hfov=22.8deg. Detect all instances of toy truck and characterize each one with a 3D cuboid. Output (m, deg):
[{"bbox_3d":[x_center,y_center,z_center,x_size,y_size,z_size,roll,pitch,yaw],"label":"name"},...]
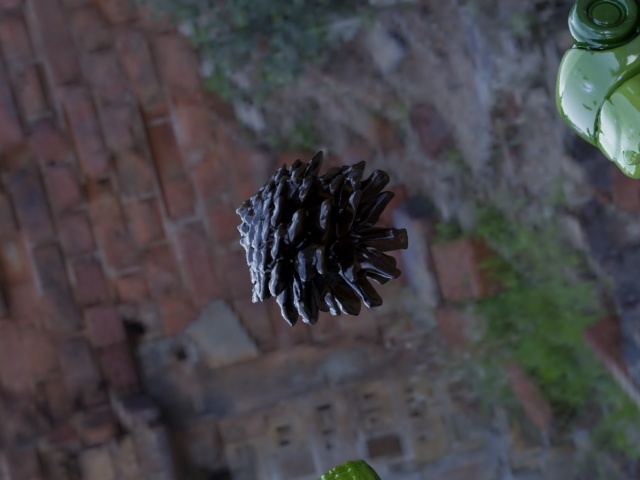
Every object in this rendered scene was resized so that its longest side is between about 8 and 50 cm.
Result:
[{"bbox_3d":[0.297,-0.128,1.343,0.148,0.187,0.211,87,170,-58],"label":"toy truck"}]

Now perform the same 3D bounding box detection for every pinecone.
[{"bbox_3d":[0.003,0.000,1.899,0.229,0.201,0.202,-88,-11,-65],"label":"pinecone"}]

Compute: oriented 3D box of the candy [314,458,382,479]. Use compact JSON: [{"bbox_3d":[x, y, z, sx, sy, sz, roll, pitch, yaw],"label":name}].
[{"bbox_3d":[-0.018,0.333,1.870,0.097,0.209,0.097,158,90,-83],"label":"candy"}]
